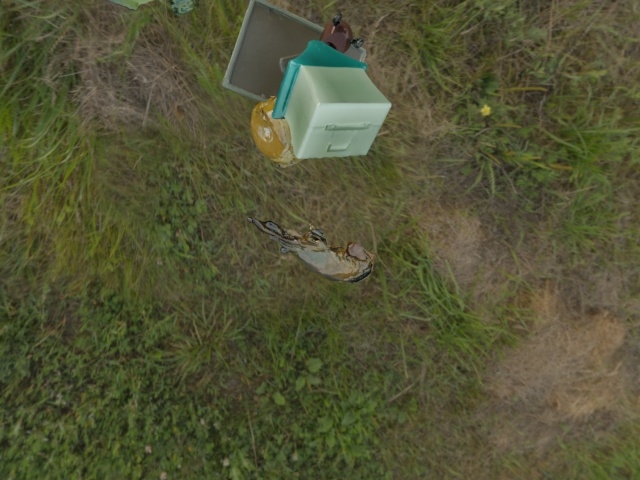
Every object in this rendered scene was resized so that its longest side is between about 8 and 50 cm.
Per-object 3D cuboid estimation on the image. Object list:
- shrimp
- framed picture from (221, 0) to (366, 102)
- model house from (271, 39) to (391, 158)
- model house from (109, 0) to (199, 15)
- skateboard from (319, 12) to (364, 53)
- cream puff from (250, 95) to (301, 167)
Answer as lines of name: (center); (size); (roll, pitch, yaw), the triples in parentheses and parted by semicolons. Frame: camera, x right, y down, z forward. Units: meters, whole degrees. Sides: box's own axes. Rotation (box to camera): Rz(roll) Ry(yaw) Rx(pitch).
shrimp: (-0.007, -0.002, 0.955); (0.117, 0.066, 0.262); (-33, 131, 26)
framed picture: (-0.047, -0.345, 1.055); (0.260, 0.023, 0.188); (17, 90, -21)
model house: (0.006, -0.201, 0.753); (0.127, 0.148, 0.100); (-8, 147, -29)
model house: (-0.388, -0.570, 1.137); (0.212, 0.193, 0.170); (-15, 147, 0)
skateboard: (-0.003, -0.319, 0.921); (0.151, 0.080, 0.067); (-46, 117, 6)
cream puff: (-0.068, -0.207, 0.995); (0.104, 0.119, 0.133); (-39, 91, -36)
